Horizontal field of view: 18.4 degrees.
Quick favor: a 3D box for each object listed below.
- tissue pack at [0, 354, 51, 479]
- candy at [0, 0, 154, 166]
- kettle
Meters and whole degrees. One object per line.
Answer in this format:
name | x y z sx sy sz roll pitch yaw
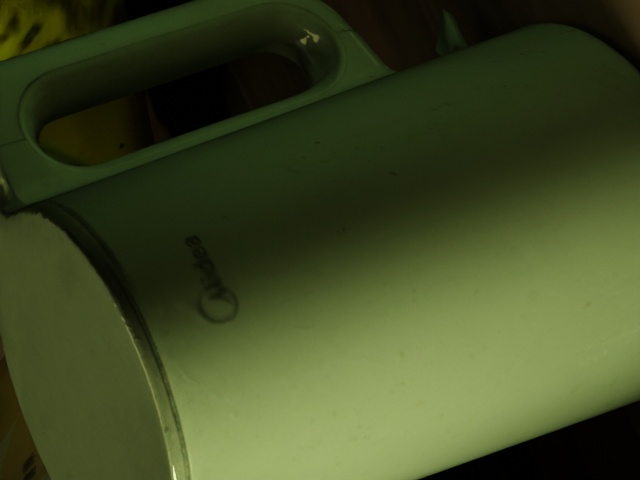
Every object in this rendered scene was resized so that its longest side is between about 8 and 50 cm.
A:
tissue pack | -0.066 0.106 0.539 0.159 0.145 0.229 -58 26 19
candy | -0.123 -0.094 0.578 0.187 0.081 0.297 61 -171 15
kettle | 0.003 0.001 0.463 0.098 0.148 0.127 3 109 62
